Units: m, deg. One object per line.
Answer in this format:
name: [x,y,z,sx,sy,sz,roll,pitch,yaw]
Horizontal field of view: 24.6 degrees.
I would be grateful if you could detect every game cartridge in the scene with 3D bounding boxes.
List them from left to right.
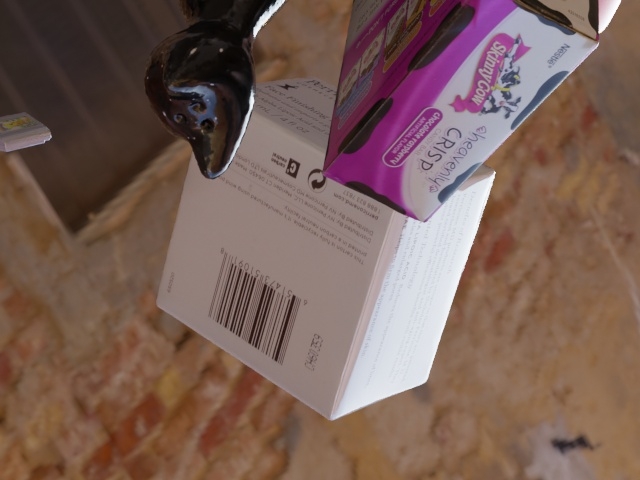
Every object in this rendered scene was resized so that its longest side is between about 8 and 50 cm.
game cartridge: [-0.305,-0.108,1.449,0.056,0.017,0.083,-20,-154,-24]

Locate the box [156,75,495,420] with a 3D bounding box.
box: [0.000,0.000,1.050,0.181,0.182,0.119,30,-154,30]

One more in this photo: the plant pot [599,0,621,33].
plant pot: [0.312,-0.428,1.835,0.243,0.275,0.275,-57,178,40]

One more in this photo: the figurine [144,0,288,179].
figurine: [-0.076,-0.173,0.773,0.092,0.215,0.209,-8,-133,24]

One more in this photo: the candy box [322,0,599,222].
candy box: [0.081,-0.147,0.807,0.159,0.071,0.233,-48,-156,44]
